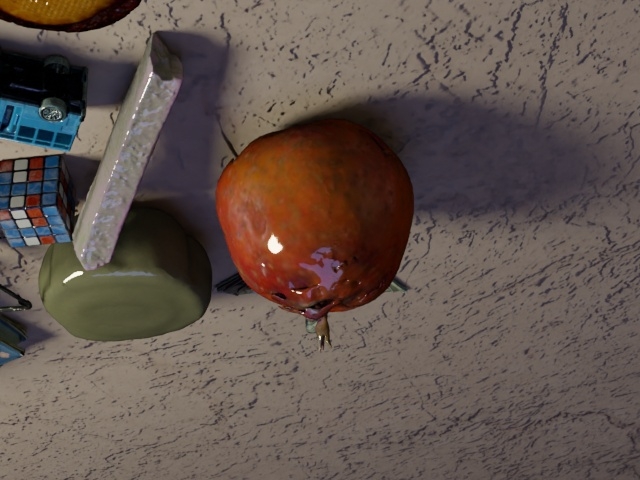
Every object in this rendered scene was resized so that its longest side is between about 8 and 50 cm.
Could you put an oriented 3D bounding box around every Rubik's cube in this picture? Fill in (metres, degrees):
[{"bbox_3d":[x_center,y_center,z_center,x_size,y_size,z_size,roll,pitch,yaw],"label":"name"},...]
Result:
[{"bbox_3d":[-0.404,-0.055,1.596,0.092,0.092,0.092,-5,145,0],"label":"Rubik's cube"}]

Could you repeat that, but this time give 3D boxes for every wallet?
[{"bbox_3d":[-0.618,0.186,1.947,0.202,0.059,0.141,-28,132,26],"label":"wallet"}]

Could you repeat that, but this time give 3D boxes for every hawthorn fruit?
[{"bbox_3d":[0.000,0.000,1.551,0.275,0.308,0.276,-7,159,-3],"label":"hawthorn fruit"}]

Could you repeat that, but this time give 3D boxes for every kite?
[{"bbox_3d":[-0.015,0.075,1.902,0.335,0.012,0.314,0,145,-6],"label":"kite"}]

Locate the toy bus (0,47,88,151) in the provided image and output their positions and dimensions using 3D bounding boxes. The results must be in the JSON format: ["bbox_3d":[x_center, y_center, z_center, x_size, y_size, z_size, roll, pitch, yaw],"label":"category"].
[{"bbox_3d":[-0.395,-0.181,1.422,0.184,0.090,0.106,10,144,-21],"label":"toy bus"}]

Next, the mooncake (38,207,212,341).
[{"bbox_3d":[-0.298,0.055,1.735,0.274,0.135,0.275,-3,149,-2],"label":"mooncake"}]

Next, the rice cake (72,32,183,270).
[{"bbox_3d":[-0.258,-0.108,1.499,0.056,0.073,0.365,10,127,-26],"label":"rice cake"}]

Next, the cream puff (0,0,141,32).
[{"bbox_3d":[-0.273,-0.333,1.152,0.239,0.165,0.239,-3,145,-2],"label":"cream puff"}]

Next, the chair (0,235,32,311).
[{"bbox_3d":[-0.549,0.032,1.656,0.221,0.140,0.145,-8,155,12],"label":"chair"}]
